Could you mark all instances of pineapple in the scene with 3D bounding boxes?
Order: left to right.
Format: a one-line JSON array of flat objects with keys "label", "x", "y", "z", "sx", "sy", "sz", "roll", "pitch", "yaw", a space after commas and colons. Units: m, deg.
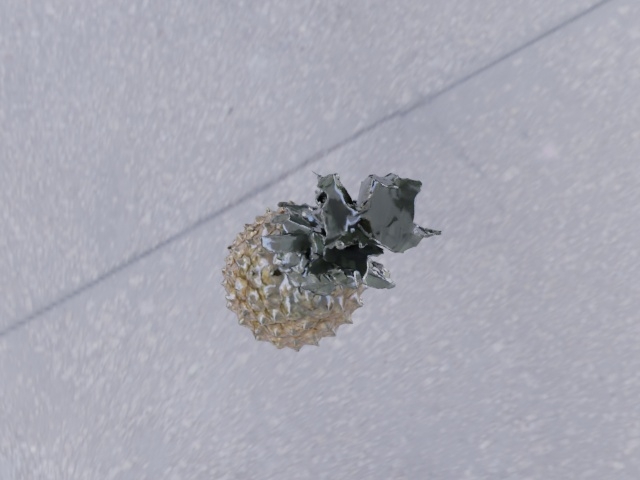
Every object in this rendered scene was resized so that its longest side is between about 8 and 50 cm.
[{"label": "pineapple", "x": 0.000, "y": 0.000, "z": 0.490, "sx": 0.058, "sy": 0.124, "sz": 0.058, "roll": 5, "pitch": 70, "yaw": -13}]
